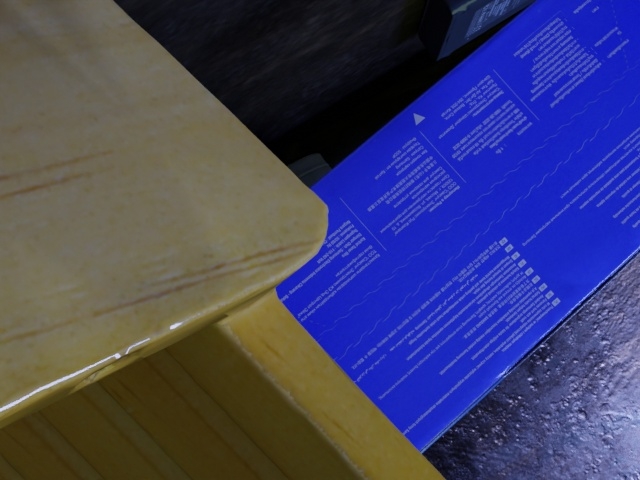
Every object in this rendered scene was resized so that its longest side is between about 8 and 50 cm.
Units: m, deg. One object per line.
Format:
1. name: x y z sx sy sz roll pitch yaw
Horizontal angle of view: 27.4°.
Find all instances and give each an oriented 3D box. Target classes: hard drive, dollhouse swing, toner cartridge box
1. hard drive: 0.119 -0.152 0.721 0.135 0.022 0.094 -32 174 -5
2. dollhouse swing: -0.144 0.145 0.429 0.315 0.305 0.347 -26 172 -48
3. toner cartridge box: 0.101 -0.014 0.831 0.348 0.165 0.075 -40 177 -13

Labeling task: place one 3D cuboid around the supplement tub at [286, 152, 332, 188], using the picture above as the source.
1. supplement tub: 0.000 0.000 0.933 0.071 0.107 0.071 -31 174 -4
